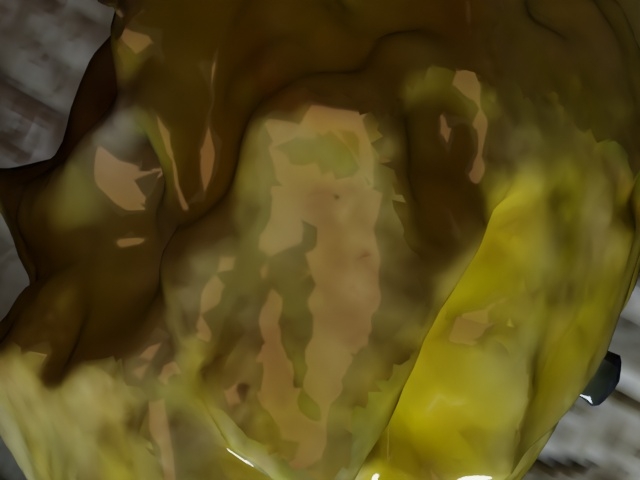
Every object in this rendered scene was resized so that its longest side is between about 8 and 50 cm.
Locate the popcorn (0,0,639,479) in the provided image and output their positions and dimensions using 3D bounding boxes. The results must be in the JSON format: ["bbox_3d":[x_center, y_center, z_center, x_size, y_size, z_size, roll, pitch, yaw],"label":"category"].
[{"bbox_3d":[0.000,0.000,0.382,0.152,0.148,0.167,28,82,-5],"label":"popcorn"}]
